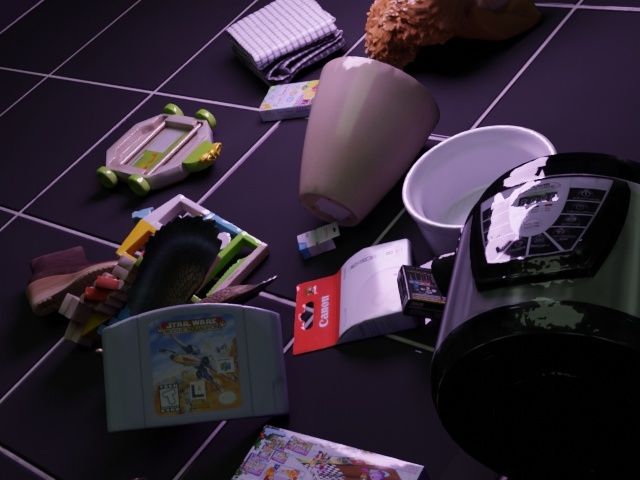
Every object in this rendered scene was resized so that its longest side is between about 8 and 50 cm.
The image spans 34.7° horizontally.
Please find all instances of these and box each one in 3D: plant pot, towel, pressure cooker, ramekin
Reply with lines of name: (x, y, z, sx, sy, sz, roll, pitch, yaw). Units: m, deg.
plant pot: (0.069, -0.175, 2.017, 0.256, 0.256, 0.274, 8, 64, 36)
towel: (-0.088, -0.504, 2.581, 0.235, 0.121, 0.283, -29, 36, -8)
pressure cooker: (0.351, 0.088, 1.420, 0.370, 0.375, 0.420, 27, 47, -6)
ramekin: (0.297, -0.069, 1.822, 0.277, 0.135, 0.277, -16, 39, 13)

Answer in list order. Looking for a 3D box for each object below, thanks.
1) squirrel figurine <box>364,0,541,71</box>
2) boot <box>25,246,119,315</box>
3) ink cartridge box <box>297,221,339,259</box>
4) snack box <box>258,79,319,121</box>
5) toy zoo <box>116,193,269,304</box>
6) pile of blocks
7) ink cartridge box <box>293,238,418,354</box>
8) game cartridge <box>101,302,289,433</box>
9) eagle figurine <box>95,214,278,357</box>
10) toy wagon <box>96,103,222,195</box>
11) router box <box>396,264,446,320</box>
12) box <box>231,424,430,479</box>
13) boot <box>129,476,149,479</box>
squirrel figurine: (0.249, -0.576, 2.359, 0.397, 0.281, 0.370, -36, 32, -18)
boot: (-0.501, 0.058, 2.158, 0.248, 0.090, 0.207, -19, 31, -4)
ink cartridge box: (0.000, 0.000, 1.994, 0.083, 0.028, 0.048, -21, 37, 6)
snack box: (-0.065, -0.331, 2.421, 0.141, 0.037, 0.100, -3, 41, 27)
toy zoo: (-0.273, 0.015, 2.058, 0.293, 0.030, 0.192, 28, 60, 27)
pile of blocks: (-0.362, 0.101, 1.935, 0.362, 0.113, 0.149, -36, 56, 16)
ink cartridge box: (0.056, 0.098, 1.825, 0.232, 0.066, 0.189, -11, 39, 11)
game cartridge: (-0.207, 0.204, 1.688, 0.297, 0.198, 0.062, -5, -6, -8)
eagle figurine: (-0.241, 0.128, 1.831, 0.225, 0.226, 0.298, 27, 74, 7)
toy wagon: (-0.358, -0.207, 2.413, 0.344, 0.068, 0.267, 15, 52, 39)
router box: (0.194, 0.091, 1.721, 0.122, 0.038, 0.092, 9, 36, -11)
box: (-0.008, 0.393, 1.502, 0.293, 0.057, 0.201, 8, 47, 35)
boot: (-0.343, 0.469, 1.602, 0.219, 0.082, 0.106, -35, 55, -9)
